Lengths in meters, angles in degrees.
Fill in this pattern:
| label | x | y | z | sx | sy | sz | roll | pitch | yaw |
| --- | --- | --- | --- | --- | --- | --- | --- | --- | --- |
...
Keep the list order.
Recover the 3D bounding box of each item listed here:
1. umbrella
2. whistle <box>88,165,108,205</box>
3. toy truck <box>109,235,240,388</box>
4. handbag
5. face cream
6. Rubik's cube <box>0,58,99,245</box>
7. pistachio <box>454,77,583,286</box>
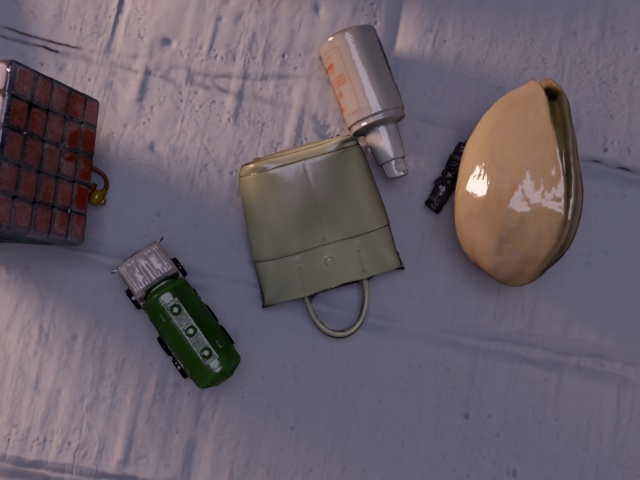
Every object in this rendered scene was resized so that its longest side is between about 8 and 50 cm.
| label | x | y | z | sx | sy | sz | roll | pitch | yaw |
| --- | --- | --- | --- | --- | --- | --- | --- | --- | --- |
| umbrella | 0.218 | -0.112 | 1.604 | 0.037 | 0.040 | 0.144 | 25 | 79 | 32 |
| whistle | -0.389 | -0.094 | 1.545 | 0.109 | 0.057 | 0.046 | 26 | 125 | -11 |
| toy truck | -0.217 | 0.117 | 1.484 | 0.101 | 0.125 | 0.243 | -35 | 86 | -9 |
| handbag | 0.000 | 0.000 | 1.560 | 0.241 | 0.109 | 0.316 | -16 | 97 | -7 |
| face cream | 0.083 | -0.218 | 1.573 | 0.101 | 0.101 | 0.252 | -19 | 85 | -8 |
| Rubik's cube | -0.489 | -0.125 | 1.404 | 0.236 | 0.237 | 0.238 | 5 | 82 | 20 |
| pistachio | 0.317 | -0.093 | 1.522 | 0.207 | 0.226 | 0.332 | 8 | 89 | -24 |
